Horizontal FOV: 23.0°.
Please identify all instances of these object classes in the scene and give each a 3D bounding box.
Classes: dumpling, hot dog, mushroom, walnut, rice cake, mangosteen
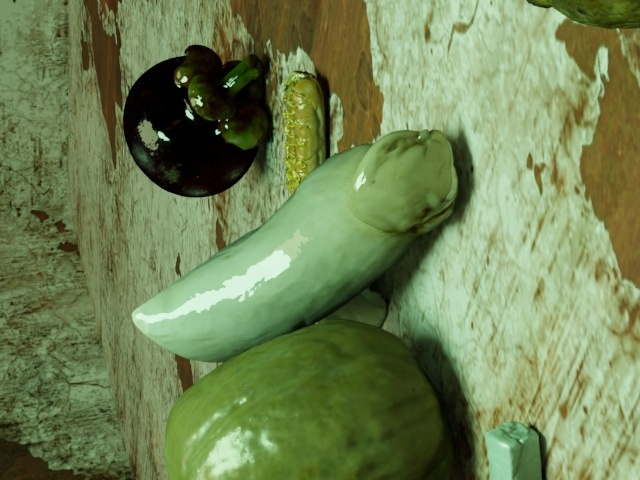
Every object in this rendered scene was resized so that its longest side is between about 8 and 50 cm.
[{"bbox_3d":[0.014,0.052,1.733,0.169,0.100,0.134,-14,116,45],"label":"dumpling"},{"bbox_3d":[-0.018,-0.114,1.826,0.071,0.045,0.165,-131,38,-60],"label":"hot dog"},{"bbox_3d":[0.001,0.000,1.535,0.397,0.177,0.126,-35,79,38],"label":"mushroom"},{"bbox_3d":[-0.008,0.205,1.532,0.227,0.283,0.283,75,177,-55],"label":"walnut"},{"bbox_3d":[0.167,0.275,1.360,0.045,0.042,0.245,26,123,53],"label":"rice cake"},{"bbox_3d":[-0.153,-0.163,2.073,0.230,0.194,0.194,-34,61,44],"label":"mangosteen"}]

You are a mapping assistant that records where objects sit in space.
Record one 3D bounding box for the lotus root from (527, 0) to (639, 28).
[{"bbox_3d":[0.178,-0.192,0.950,0.214,0.138,0.138,165,97,-75],"label":"lotus root"}]
